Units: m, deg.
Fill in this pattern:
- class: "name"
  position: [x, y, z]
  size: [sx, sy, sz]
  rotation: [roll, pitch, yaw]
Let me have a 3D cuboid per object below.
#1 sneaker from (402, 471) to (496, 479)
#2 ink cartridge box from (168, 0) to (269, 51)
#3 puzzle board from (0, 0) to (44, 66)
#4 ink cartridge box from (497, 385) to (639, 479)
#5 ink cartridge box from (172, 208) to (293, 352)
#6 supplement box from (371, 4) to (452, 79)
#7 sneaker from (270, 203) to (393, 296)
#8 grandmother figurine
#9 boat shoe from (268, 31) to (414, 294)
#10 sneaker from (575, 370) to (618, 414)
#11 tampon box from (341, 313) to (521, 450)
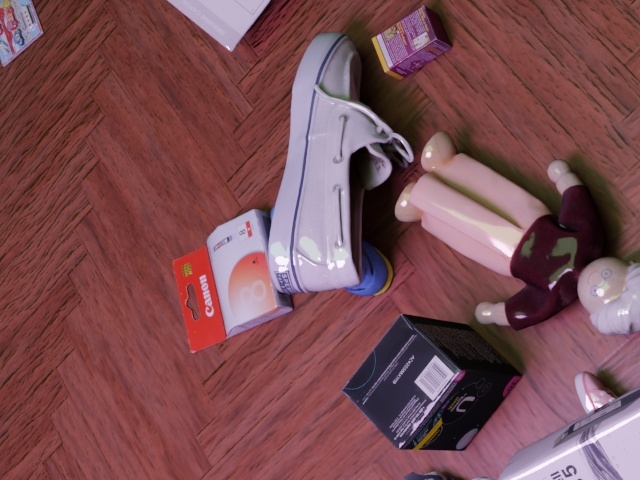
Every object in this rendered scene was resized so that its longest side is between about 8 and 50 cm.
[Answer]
- class: "sneaker"
  position: [0.135, 0.303, 1.415]
  size: [0.094, 0.235, 0.153]
  rotation: [-18, 50, -16]
- class: "ink cartridge box"
  position: [-0.150, -0.450, 1.714]
  size: [0.296, 0.066, 0.261]
  rotation: [39, 104, 0]
- class: "puzzle board"
  position: [-0.503, -0.360, 2.052]
  size: [0.096, 0.011, 0.128]
  rotation: [-35, 64, 24]
- class: "ink cartridge box"
  position: [0.347, 0.256, 1.275]
  size: [0.273, 0.115, 0.198]
  rotation: [-34, 86, 24]
- class: "ink cartridge box"
  position: [-0.132, 0.056, 1.708]
  size: [0.179, 0.045, 0.145]
  rotation: [-24, 68, 25]
- class: "supplement box"
  position: [0.116, -0.251, 1.601]
  size: [0.083, 0.043, 0.055]
  rotation: [-29, 66, 27]
- class: "sneaker"
  position: [0.000, 0.000, 1.609]
  size: [0.209, 0.082, 0.069]
  rotation: [37, 104, 34]
- class: "grandmother figurine"
  position: [0.240, 0.009, 1.439]
  size: [0.342, 0.104, 0.207]
  rotation: [32, 108, 36]
- class: "boat shoe"
  position: [0.043, -0.104, 1.546]
  size: [0.157, 0.136, 0.367]
  rotation: [-1, 57, 18]
- class: "sneaker"
  position: [0.335, 0.192, 1.368]
  size: [0.070, 0.051, 0.134]
  rotation: [-35, 69, 25]
- class: "tampon box"
  position: [0.130, 0.165, 1.442]
  size: [0.101, 0.161, 0.120]
  rotation: [45, 107, 31]
